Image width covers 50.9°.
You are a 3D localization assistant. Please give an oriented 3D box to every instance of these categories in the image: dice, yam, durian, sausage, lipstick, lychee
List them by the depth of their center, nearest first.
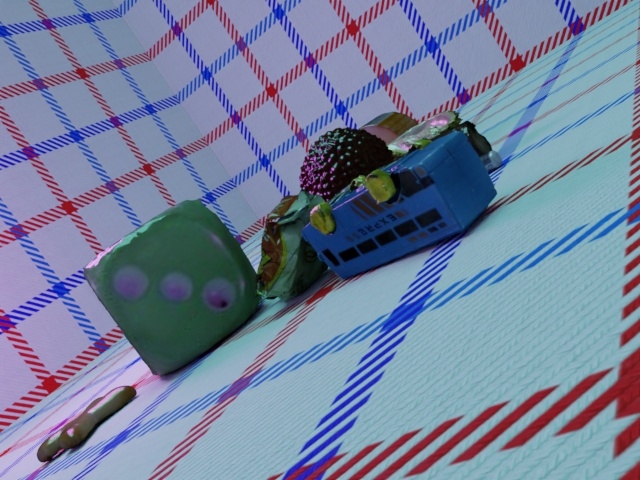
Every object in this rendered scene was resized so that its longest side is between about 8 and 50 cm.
[{"bbox_3d":[0.325,-0.149,1.457,0.141,0.040,0.040,-28,9,39],"label":"lipstick"},{"bbox_3d":[0.265,-0.179,1.614,0.279,0.131,0.131,-29,8,30],"label":"yam"},{"bbox_3d":[-0.351,0.109,1.623,0.330,0.322,0.318,-34,6,-17],"label":"dice"},{"bbox_3d":[0.075,-0.175,1.871,0.275,0.275,0.304,-38,-37,-30],"label":"lychee"},{"bbox_3d":[0.329,-0.284,1.989,0.249,0.138,0.183,-23,12,46],"label":"durian"},{"bbox_3d":[0.223,-0.312,2.313,0.233,0.233,0.287,-31,8,25],"label":"sausage"}]

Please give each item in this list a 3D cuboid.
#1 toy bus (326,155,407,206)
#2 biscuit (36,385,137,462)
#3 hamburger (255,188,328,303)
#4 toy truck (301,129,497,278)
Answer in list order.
[{"bbox_3d":[0.109,-0.071,1.537,0.164,0.134,0.276,-37,6,-34],"label":"toy bus"},{"bbox_3d":[-0.527,0.407,1.513,0.164,0.047,0.208,-28,8,33],"label":"biscuit"},{"bbox_3d":[-0.044,0.021,1.479,0.276,0.150,0.261,41,-116,-85],"label":"hamburger"},{"bbox_3d":[0.123,-0.054,1.219,0.161,0.162,0.385,-39,7,-37],"label":"toy truck"}]
